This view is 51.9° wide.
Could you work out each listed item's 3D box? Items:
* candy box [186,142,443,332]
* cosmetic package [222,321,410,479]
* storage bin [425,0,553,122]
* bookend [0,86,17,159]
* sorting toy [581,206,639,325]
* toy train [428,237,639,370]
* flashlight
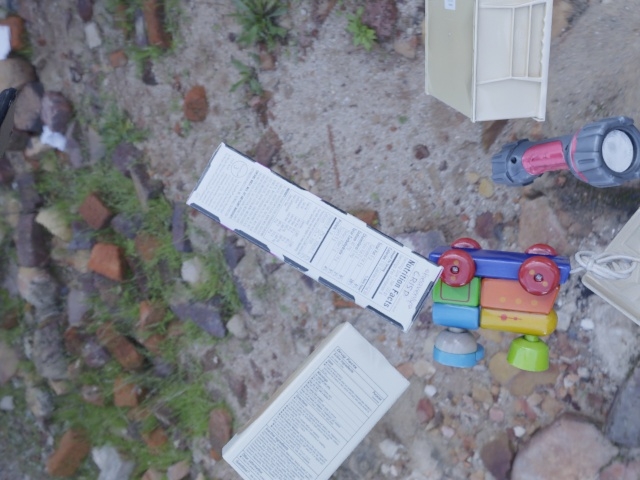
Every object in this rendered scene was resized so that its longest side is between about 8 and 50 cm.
[{"bbox_3d":[0.000,0.000,0.657,0.233,0.159,0.071,31,89,6],"label":"candy box"},{"bbox_3d":[-0.003,0.114,0.426,0.115,0.041,0.060,-44,89,-14],"label":"cosmetic package"},{"bbox_3d":[0.272,-0.353,1.110,0.123,0.262,0.261,-6,113,-6],"label":"storage bin"},{"bbox_3d":[-0.345,-0.069,0.515,0.156,0.157,0.072,20,149,-19],"label":"bookend"},{"bbox_3d":[0.755,0.093,1.404,0.307,0.041,0.229,42,98,28],"label":"sorting toy"},{"bbox_3d":[0.245,0.081,0.735,0.247,0.105,0.144,5,101,19],"label":"toy train"},{"bbox_3d":[0.384,-0.130,1.071,0.103,0.304,0.103,8,88,-18],"label":"flashlight"}]
